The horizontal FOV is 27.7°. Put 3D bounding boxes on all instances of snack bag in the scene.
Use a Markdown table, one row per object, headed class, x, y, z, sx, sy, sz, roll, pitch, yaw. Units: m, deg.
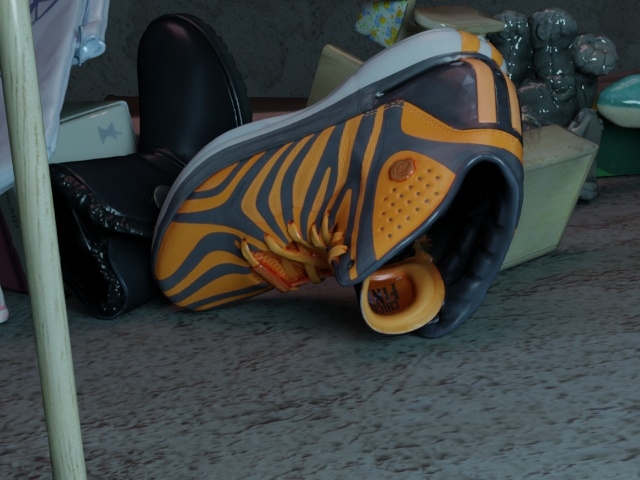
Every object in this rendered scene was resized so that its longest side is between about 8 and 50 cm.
| class | x | y | z | sx | sy | sz | roll | pitch | yaw |
| --- | --- | --- | --- | --- | --- | --- | --- | --- | --- |
| snack bag | -0.308 | -0.095 | 1.105 | 0.323 | 0.037 | 0.343 | -31 | 35 | 21 |

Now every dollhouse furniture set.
| class | x | y | z | sx | sy | sz | roll | pitch | yaw |
| --- | --- | --- | --- | --- | --- | --- | --- | --- | --- |
| dollhouse furniture set | 0.072 | -0.076 | 1.051 | 0.242 | 0.212 | 0.161 | 32 | 29 | 29 |

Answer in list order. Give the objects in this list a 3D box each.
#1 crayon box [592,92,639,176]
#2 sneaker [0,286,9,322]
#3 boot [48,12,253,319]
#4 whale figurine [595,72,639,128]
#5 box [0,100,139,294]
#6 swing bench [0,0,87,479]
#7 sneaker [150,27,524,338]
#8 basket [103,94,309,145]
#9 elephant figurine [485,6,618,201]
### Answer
| class | x | y | z | sx | sy | sz | roll | pitch | yaw |
| --- | --- | --- | --- | --- | --- | --- | --- | --- | --- |
| crayon box | 0.244 | -0.123 | 1.551 | 0.318 | 0.081 | 0.202 | -3 | 11 | 18 |
| sneaker | -0.321 | 0.040 | 1.032 | 0.134 | 0.070 | 0.051 | -9 | 12 | -6 |
| boot | -0.147 | -0.070 | 1.069 | 0.094 | 0.247 | 0.207 | -21 | -4 | 39 |
| whale figurine | 0.419 | -0.146 | 1.294 | 0.272 | 0.141 | 0.216 | 18 | 22 | 34 |
| box | -0.270 | -0.043 | 1.210 | 0.126 | 0.149 | 0.232 | -23 | 17 | -34 |
| swing bench | -0.230 | 0.029 | 0.474 | 0.254 | 0.253 | 0.165 | -13 | 16 | -32 |
| sneaker | 0.000 | 0.000 | 0.886 | 0.321 | 0.180 | 0.124 | -35 | -48 | 30 |
| basket | -0.112 | -0.086 | 1.404 | 0.226 | 0.154 | 0.204 | -3 | 8 | 2 |
| elephant figurine | 0.204 | -0.095 | 1.285 | 0.186 | 0.240 | 0.169 | 23 | -30 | -30 |
